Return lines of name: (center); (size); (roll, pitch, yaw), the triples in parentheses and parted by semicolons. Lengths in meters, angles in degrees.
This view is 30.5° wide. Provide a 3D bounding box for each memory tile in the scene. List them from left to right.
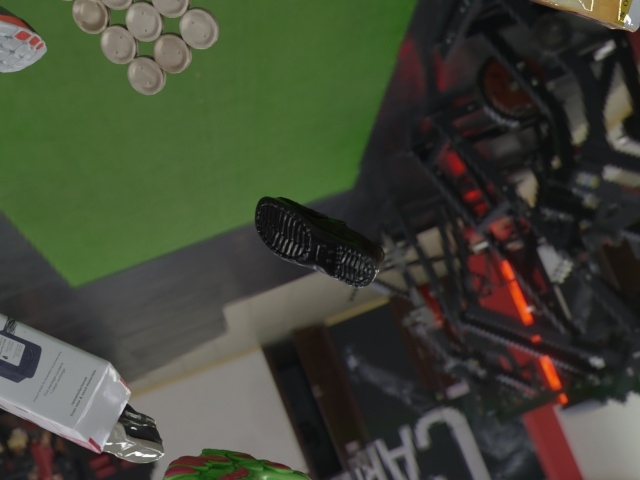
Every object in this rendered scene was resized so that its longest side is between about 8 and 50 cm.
memory tile: (-0.167, -0.209, 1.038); (0.113, 0.148, 0.012); (-36, -171, 32)

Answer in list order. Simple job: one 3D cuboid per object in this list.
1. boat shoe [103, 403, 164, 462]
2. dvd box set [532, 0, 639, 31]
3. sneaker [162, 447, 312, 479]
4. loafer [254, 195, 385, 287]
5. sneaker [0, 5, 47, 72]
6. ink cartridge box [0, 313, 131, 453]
boat shoe: (-0.299, 0.263, 1.692); (0.075, 0.065, 0.206); (-23, 146, 19)
dvd box set: (0.206, -0.416, 1.222); (0.420, 0.307, 0.062); (12, -169, -28)
sneaker: (-0.145, 0.437, 1.824); (0.185, 0.202, 0.483); (13, 176, 18)
loafer: (0.000, 0.000, 1.719); (0.078, 0.220, 0.080); (-25, 140, -55)
sneaker: (-0.302, -0.202, 1.050); (0.061, 0.065, 0.158); (-29, 161, 12)
ink cartridge box: (-0.383, 0.173, 1.526); (0.172, 0.237, 0.100); (87, 27, -70)
